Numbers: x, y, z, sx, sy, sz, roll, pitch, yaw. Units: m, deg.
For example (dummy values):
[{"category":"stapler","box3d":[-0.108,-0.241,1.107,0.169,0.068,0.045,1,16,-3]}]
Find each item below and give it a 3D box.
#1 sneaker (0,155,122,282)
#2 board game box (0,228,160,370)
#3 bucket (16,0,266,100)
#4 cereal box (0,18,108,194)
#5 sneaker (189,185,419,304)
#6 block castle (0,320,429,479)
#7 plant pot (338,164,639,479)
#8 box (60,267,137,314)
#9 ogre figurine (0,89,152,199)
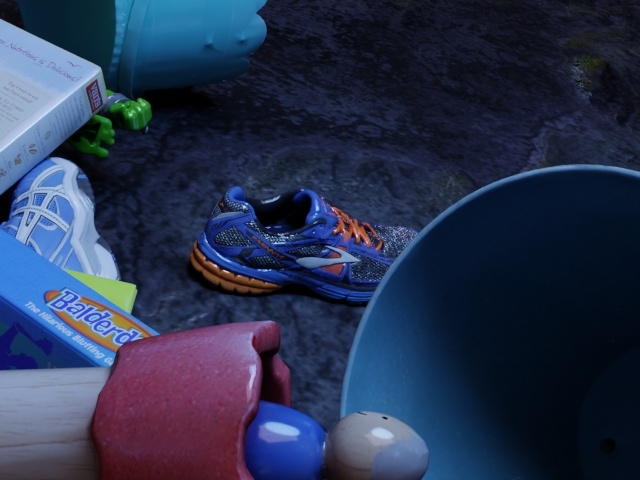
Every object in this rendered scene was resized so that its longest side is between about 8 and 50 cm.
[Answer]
[{"category":"sneaker","box3d":[-0.219,-0.004,0.774,0.081,0.080,0.211,2,31,-31]},{"category":"board game box","box3d":[-0.133,0.109,0.545,0.210,0.160,0.047,31,31,21]},{"category":"bucket","box3d":[-0.202,-0.287,1.086,0.183,0.281,0.281,-20,45,-35]},{"category":"cereal box","box3d":[-0.315,-0.091,0.807,0.173,0.047,0.240,28,55,22]},{"category":"sneaker","box3d":[0.000,0.000,0.878,0.221,0.087,0.083,1,34,-27]},{"category":"block castle","box3d":[-0.076,0.179,0.154,0.213,0.303,0.453,-2,-1,5]},{"category":"plant pot","box3d":[0.185,0.118,0.619,0.195,0.290,0.290,18,20,-48]},{"category":"box","box3d":[-0.215,0.060,0.636,0.178,0.109,0.042,14,31,-6]},{"category":"ogre figurine","box3d":[-0.261,-0.109,0.907,0.197,0.097,0.118,-32,37,-2]}]
